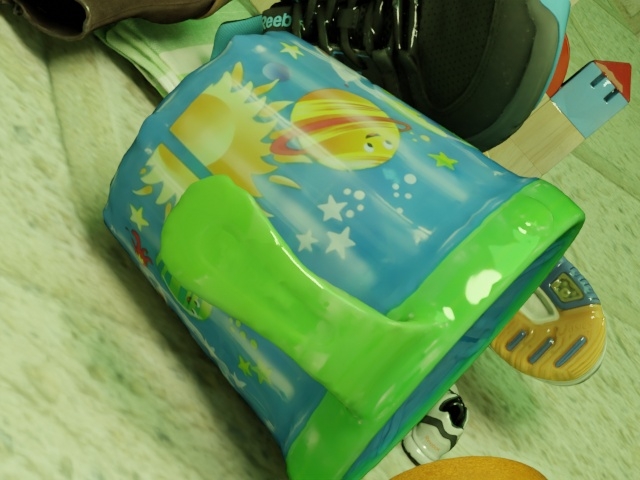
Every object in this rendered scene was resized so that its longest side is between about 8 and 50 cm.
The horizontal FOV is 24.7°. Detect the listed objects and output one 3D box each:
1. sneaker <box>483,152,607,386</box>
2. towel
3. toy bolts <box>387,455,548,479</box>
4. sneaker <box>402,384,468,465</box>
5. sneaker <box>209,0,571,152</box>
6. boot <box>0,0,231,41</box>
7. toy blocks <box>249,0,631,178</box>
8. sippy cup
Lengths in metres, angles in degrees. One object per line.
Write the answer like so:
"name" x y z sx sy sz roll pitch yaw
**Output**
"sneaker" 0.116 -0.002 1.155 0.296 0.112 0.131 57 6 20
"towel" -0.020 -0.061 1.157 0.325 0.038 0.248 50 22 6
"toy bolts" -0.002 0.201 0.590 0.228 0.218 0.158 15 42 -24
"sneaker" 0.091 0.125 1.047 0.040 0.044 0.109 43 21 -7
"sneaker" 0.037 -0.124 0.976 0.140 0.341 0.125 16 75 -25
"boot" -0.184 -0.231 1.061 0.248 0.090 0.207 34 35 24
"toy blocks" 0.132 -0.193 1.303 0.381 0.261 0.191 49 12 -2
"sippy cup" 0.000 0.000 0.880 0.224 0.240 0.305 42 -23 10
